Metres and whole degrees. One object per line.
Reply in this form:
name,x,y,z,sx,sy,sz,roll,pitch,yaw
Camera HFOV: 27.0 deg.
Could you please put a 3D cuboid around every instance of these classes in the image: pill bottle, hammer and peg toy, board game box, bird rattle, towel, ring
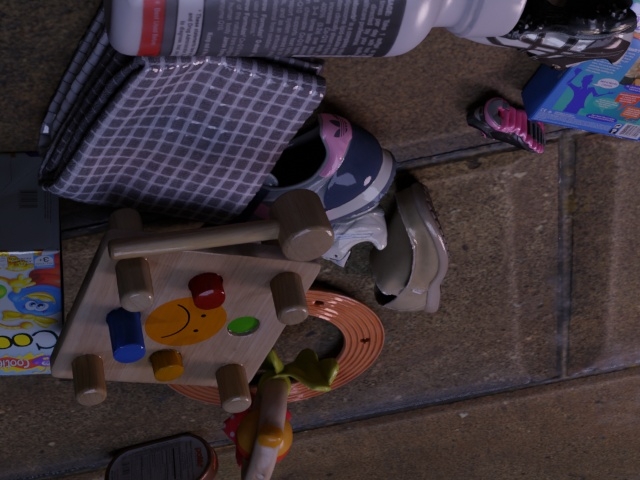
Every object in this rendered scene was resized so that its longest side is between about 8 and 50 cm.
pill bottle,-0.007,-0.267,1.185,0.363,0.210,0.210,-1,145,-12
hammer and peg toy,-0.144,0.049,1.494,0.266,0.127,0.361,6,138,-25
board game box,0.349,-0.205,1.508,0.160,0.047,0.210,9,142,-24
bird rattle,-0.088,0.260,1.912,0.143,0.207,0.253,21,129,-11
towel,-0.150,-0.134,1.427,0.235,0.121,0.283,11,141,-28
ring,-0.074,0.152,1.949,0.337,0.032,0.336,-7,146,-5
board game box,-0.381,0.035,1.598,0.142,0.144,0.275,-2,145,-10

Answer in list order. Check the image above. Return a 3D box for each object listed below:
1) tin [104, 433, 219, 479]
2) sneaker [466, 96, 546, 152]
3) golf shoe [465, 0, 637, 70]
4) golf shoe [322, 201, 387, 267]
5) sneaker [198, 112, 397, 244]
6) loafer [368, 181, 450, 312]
tin,-0.259,0.375,2.163,0.190,0.106,0.040,-15,146,7
sneaker,0.221,-0.134,1.595,0.119,0.047,0.057,25,153,-38
golf shoe,0.232,-0.214,1.407,0.198,0.077,0.094,3,141,13
golf shoe,0.000,0.000,1.679,0.176,0.086,0.069,-16,-169,14
sneaker,-0.073,-0.052,1.592,0.319,0.112,0.131,-32,134,21
loafer,0.111,0.024,1.739,0.092,0.102,0.268,-14,147,-4
